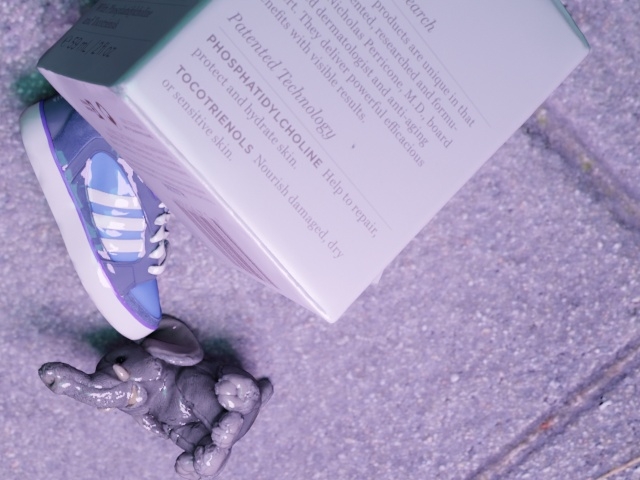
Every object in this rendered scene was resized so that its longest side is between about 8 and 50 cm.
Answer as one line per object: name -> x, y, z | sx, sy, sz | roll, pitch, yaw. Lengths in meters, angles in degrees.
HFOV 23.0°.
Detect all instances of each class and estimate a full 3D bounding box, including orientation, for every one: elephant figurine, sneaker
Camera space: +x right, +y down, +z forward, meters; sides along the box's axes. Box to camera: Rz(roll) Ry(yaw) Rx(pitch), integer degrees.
elephant figurine -> -0.198, 0.175, 1.940 | 0.239, 0.186, 0.169 | 29, 73, 7
sneaker -> -0.183, -0.056, 1.834 | 0.236, 0.130, 0.323 | -20, 111, 7

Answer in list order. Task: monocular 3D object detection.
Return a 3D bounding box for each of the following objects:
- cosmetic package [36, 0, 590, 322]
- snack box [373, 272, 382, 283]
cosmetic package -> -0.015, -0.190, 1.625 | 0.394, 0.329, 0.327 | -46, 114, -10
snack box -> 0.000, 0.000, 1.947 | 0.178, 0.022, 0.064 | 16, 113, -15
